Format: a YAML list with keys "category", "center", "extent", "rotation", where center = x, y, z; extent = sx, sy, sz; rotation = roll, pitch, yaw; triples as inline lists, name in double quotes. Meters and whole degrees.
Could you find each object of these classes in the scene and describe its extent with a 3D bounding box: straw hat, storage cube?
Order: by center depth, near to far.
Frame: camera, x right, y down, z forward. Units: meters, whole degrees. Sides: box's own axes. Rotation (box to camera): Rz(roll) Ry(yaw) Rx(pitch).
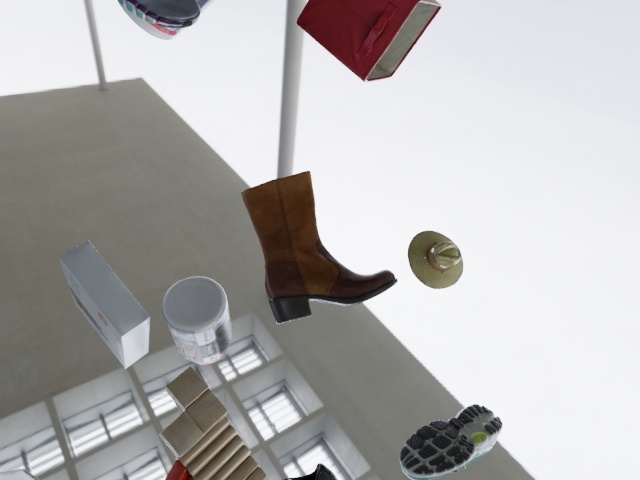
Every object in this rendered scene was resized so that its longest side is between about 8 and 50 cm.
- category: "storage cube"
  center: [0.102, -0.466, 0.997]
  extent: [0.193, 0.184, 0.215]
  rotation: [42, -147, 5]
- category: "straw hat"
  center: [0.264, 0.032, 1.032]
  extent: [0.144, 0.061, 0.145]
  rotation: [7, -110, -20]

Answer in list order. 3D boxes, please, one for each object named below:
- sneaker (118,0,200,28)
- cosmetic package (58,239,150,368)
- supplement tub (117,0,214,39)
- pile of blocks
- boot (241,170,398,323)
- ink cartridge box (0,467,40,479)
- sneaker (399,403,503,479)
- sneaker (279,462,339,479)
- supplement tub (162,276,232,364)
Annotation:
- category: "sneaker"
  center: [-0.296, -0.426, 0.766]
  extent: [0.223, 0.098, 0.083]
  rotation: [22, -115, -16]
- category: "cosmetic package"
  center: [-0.629, 0.205, 1.430]
  extent: [0.284, 0.377, 0.097]
  rotation: [46, -122, 8]
- category: "supplement tub"
  center: [-0.320, -0.611, 1.091]
  extent: [0.272, 0.191, 0.191]
  rotation: [-29, -150, 26]
- category: "pile of blocks"
  center: [-0.169, 0.354, 0.734]
  extent: [0.112, 0.362, 0.149]
  rotation: [-38, -152, -31]
- category: "boot"
  center: [0.000, 0.000, 0.961]
  extent: [0.264, 0.096, 0.281]
  rotation: [-13, -99, -4]
- category: "ink cartridge box"
  center: [-0.379, 0.379, 0.426]
  extent: [0.121, 0.211, 0.289]
  rotation: [18, -99, 25]
- category: "sneaker"
  center: [0.276, 0.437, 0.993]
  extent: [0.275, 0.110, 0.107]
  rotation: [-5, -154, -34]
- category: "sneaker"
  center: [-0.080, 0.506, 0.900]
  extent: [0.267, 0.106, 0.101]
  rotation: [-25, -169, -3]
- category: "supplement tub"
  center: [-0.384, 0.270, 1.546]
  extent: [0.193, 0.316, 0.194]
  rotation: [2, -126, -3]
